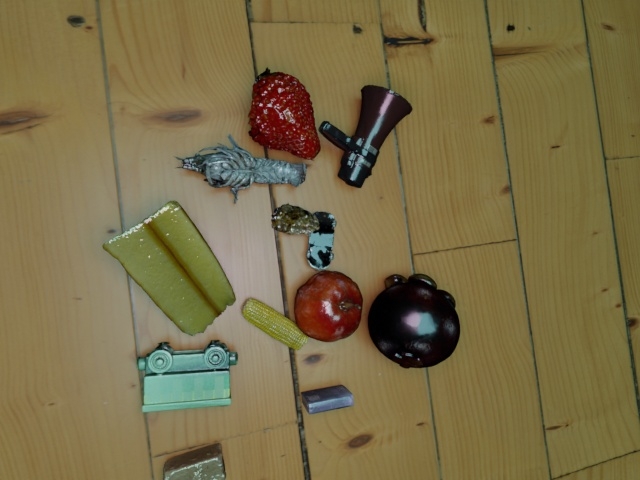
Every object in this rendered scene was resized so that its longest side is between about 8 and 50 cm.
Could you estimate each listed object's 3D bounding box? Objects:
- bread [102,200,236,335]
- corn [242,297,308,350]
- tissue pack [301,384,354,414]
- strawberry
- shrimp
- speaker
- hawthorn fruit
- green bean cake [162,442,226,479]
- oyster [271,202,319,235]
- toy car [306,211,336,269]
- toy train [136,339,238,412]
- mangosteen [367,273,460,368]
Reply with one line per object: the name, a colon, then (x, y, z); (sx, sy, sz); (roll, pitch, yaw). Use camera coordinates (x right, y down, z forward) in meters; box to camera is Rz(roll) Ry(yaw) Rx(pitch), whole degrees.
bread: (-0.409, 0.101, 1.241); (0.233, 0.245, 0.362); (-37, 93, -15)
corn: (-0.149, 0.279, 1.377); (0.248, 0.081, 0.081); (35, 79, -11)
tissue pack: (0.022, 0.530, 1.393); (0.156, 0.112, 0.051); (-5, 89, -15)
strawberry: (-0.110, -0.402, 1.331); (0.257, 0.261, 0.261); (11, 84, -1)
shrimp: (-0.252, -0.226, 1.347); (0.410, 0.166, 0.222); (-1, 107, -28)
speaker: (0.151, -0.366, 1.419); (0.198, 0.259, 0.330); (25, 84, 25)
hawthorn fruit: (0.044, 0.209, 1.332); (0.241, 0.271, 0.242); (3, 83, -24)
green bean cake: (-0.384, 0.703, 1.278); (0.179, 0.109, 0.085); (-11, 90, -15)
oyster: (-0.085, -0.065, 1.402); (0.177, 0.056, 0.105); (24, 80, 18)
toy car: (0.000, 0.000, 1.443); (0.095, 0.056, 0.205); (7, 83, -13)
toy train: (-0.407, 0.415, 1.282); (0.300, 0.120, 0.203); (1, 89, -14)
mangosteen: (0.321, 0.258, 1.413); (0.306, 0.307, 0.347); (33, 50, -11)
